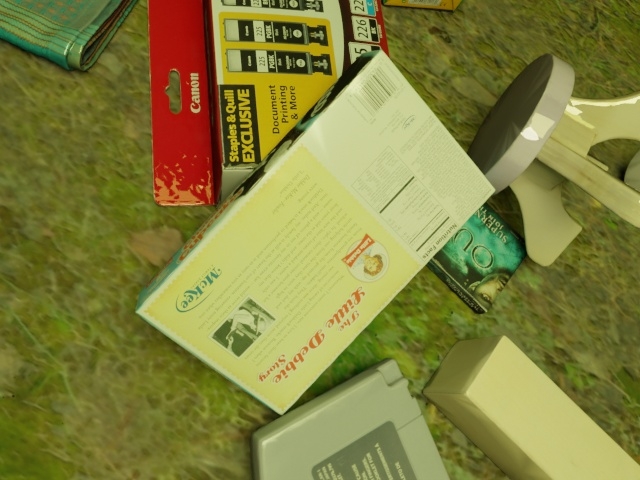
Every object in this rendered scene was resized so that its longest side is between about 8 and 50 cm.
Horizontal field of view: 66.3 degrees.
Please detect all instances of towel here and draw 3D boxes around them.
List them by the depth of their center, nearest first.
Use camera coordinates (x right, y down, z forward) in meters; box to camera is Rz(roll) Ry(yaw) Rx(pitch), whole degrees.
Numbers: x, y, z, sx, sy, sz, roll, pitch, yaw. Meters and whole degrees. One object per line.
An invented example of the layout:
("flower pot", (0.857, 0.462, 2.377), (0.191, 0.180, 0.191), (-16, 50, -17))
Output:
("towel", (-0.392, -0.385, 0.587), (0.369, 0.040, 0.272), (26, 68, -8))

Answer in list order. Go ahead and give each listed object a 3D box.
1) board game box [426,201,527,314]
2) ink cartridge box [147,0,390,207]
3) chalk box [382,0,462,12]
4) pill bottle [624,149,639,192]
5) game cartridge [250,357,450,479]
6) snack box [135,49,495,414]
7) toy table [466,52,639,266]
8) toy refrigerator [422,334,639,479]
("board game box", (0.181, -0.010, 0.653), (0.186, 0.026, 0.126), (43, 67, -1))
("ink cartridge box", (-0.065, -0.202, 0.581), (0.271, 0.130, 0.310), (-3, 76, -16))
("chalk box", (0.158, -0.474, 0.721), (0.132, 0.132, 0.213), (-3, 76, -17))
("pill bottle", (0.594, -0.067, 0.730), (0.245, 0.136, 0.137), (17, 71, -11))
("game cartridge", (0.051, 0.298, 0.496), (0.197, 0.062, 0.298), (-22, 89, -18))
("snack box", (0.000, 0.000, 0.487), (0.322, 0.060, 0.187), (-46, 112, 1))
("toy table", (0.288, -0.108, 0.592), (0.160, 0.252, 0.274), (32, 38, 2))
("toy refrigerator", (0.260, 0.233, 0.566), (0.269, 0.102, 0.094), (43, 68, 0))
